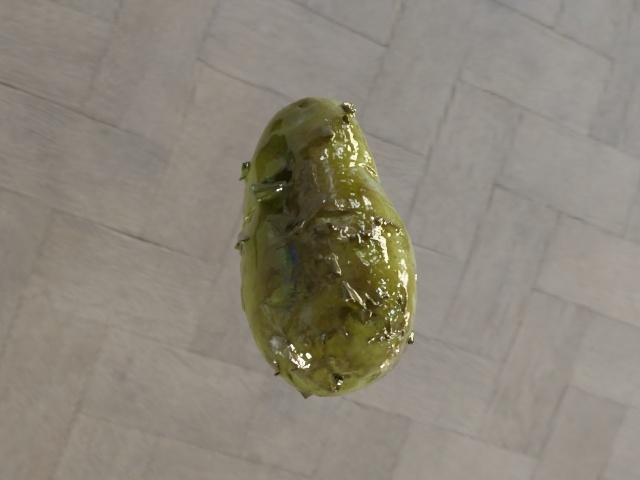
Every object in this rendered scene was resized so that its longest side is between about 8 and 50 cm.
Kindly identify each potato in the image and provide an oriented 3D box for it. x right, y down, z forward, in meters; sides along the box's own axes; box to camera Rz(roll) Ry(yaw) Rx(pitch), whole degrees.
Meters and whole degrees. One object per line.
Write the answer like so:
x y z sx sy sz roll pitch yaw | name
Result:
0.000 0.000 0.915 0.117 0.225 0.090 -16 144 12 | potato
